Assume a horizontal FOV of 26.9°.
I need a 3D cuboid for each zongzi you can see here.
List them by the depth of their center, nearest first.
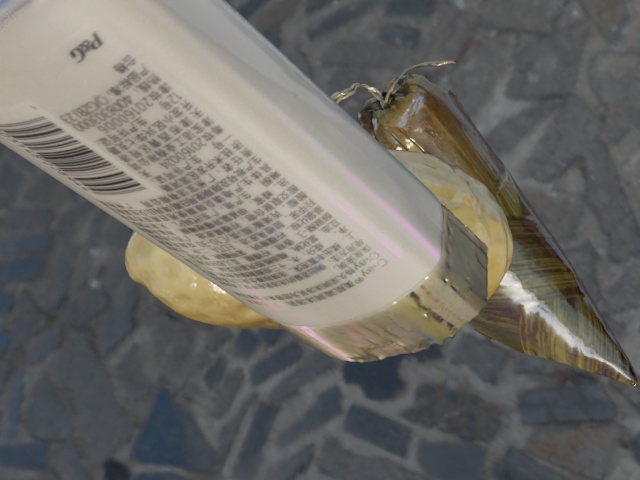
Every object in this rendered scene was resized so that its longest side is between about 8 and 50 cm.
[{"bbox_3d":[0.142,-0.013,1.048,0.241,0.247,0.111,27,61,39],"label":"zongzi"}]

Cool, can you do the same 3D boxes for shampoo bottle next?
[{"bbox_3d":[-0.031,-0.026,0.442,0.086,0.227,0.056,-15,56,32],"label":"shampoo bottle"}]

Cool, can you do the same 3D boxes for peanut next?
[{"bbox_3d":[0.000,0.000,0.814,0.120,0.236,0.110,-167,76,-81],"label":"peanut"}]
